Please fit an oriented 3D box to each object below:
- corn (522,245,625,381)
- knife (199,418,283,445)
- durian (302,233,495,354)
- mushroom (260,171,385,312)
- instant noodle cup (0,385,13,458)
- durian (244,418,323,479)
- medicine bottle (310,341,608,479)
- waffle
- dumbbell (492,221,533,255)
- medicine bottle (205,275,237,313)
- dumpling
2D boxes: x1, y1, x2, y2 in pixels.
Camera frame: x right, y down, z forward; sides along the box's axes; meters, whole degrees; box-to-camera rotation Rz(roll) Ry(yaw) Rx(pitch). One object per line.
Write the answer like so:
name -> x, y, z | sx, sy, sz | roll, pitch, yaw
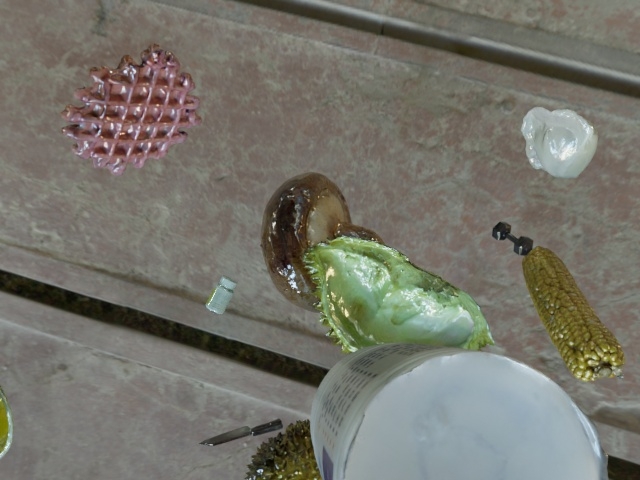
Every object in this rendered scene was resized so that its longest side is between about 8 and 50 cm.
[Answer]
corn -> 0.468, 0.134, 1.147 | 0.102, 0.102, 0.313 | -12, 40, -1
knife -> -0.214, 0.518, 1.609 | 0.230, 0.060, 0.028 | -9, 99, -26
durian -> 0.127, 0.134, 1.091 | 0.394, 0.198, 0.163 | 37, 36, -7
mushroom -> -0.021, 0.007, 1.473 | 0.239, 0.345, 0.345 | -43, 77, 26
instant noodle cup -> -0.575, 0.287, 0.859 | 0.205, 0.153, 0.205 | 2, 106, 8
durian -> -0.032, 0.496, 1.265 | 0.258, 0.293, 0.258 | 0, 86, 4
medicine bottle -> 0.092, 0.191, 0.555 | 0.189, 0.332, 0.190 | 1, 81, -4
waffle -> -0.312, -0.208, 1.004 | 0.234, 0.221, 0.055 | -34, 61, -9
dumbbell -> 0.371, -0.004, 1.154 | 0.083, 0.040, 0.036 | 45, 121, 46
medicine bottle -> -0.232, 0.128, 1.406 | 0.047, 0.047, 0.083 | 27, 92, 8
dumpling -> 0.485, -0.200, 1.231 | 0.151, 0.229, 0.124 | 26, 71, 26
